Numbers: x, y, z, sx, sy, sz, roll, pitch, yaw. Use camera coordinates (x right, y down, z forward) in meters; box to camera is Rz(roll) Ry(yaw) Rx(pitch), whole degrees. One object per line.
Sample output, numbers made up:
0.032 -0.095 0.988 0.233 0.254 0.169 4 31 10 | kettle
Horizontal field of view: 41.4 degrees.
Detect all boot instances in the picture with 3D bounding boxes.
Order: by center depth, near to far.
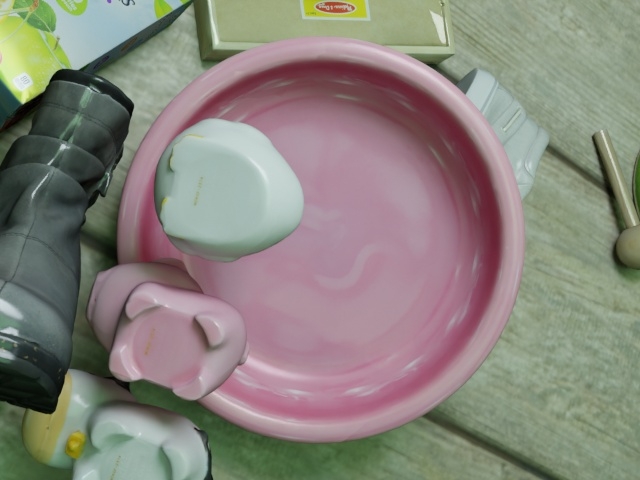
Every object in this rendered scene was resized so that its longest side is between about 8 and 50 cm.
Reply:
-0.190 -0.018 0.546 0.118 0.338 0.222 26 77 -20 | boot
0.143 -0.045 0.839 0.123 0.095 0.258 37 69 -10 | boot

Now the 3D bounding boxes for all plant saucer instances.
0.000 0.000 0.717 0.332 0.084 0.332 0 96 -2 | plant saucer

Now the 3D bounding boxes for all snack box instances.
-0.226 -0.214 0.676 0.174 0.070 0.207 52 51 -12 | snack box

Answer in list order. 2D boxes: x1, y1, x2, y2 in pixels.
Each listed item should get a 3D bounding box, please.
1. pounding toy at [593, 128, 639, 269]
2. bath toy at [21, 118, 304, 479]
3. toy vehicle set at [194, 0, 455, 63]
0.451 -0.061 0.984 0.237 0.110 0.183 -6 86 -27 | pounding toy
-0.117 0.077 0.619 0.151 0.129 0.348 23 97 7 | bath toy
0.004 -0.260 0.832 0.267 0.035 0.166 -5 86 -26 | toy vehicle set
